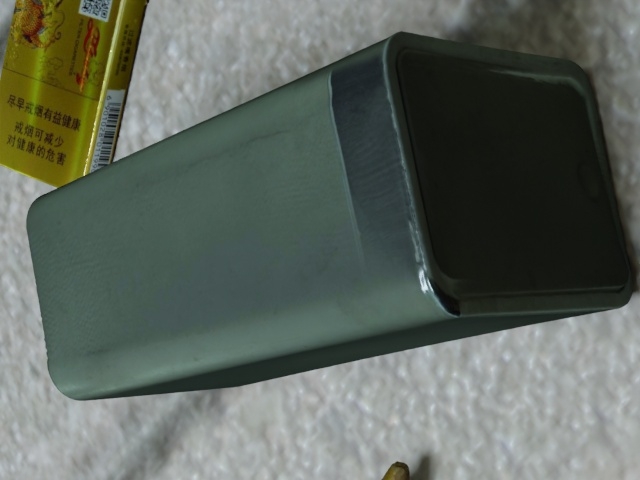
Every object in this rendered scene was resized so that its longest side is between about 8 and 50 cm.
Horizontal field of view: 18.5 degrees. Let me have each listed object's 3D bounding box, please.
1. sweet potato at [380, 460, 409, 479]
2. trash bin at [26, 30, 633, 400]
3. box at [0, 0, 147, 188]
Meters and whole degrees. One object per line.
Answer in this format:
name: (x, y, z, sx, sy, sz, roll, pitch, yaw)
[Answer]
sweet potato: (0.020, 0.217, 0.978, 0.065, 0.051, 0.218, 7, 93, 41)
trash bin: (0.000, 0.000, 0.930, 0.240, 0.164, 0.122, -18, 79, 39)
box: (-0.143, -0.110, 1.122, 0.089, 0.022, 0.156, 18, 100, 35)
